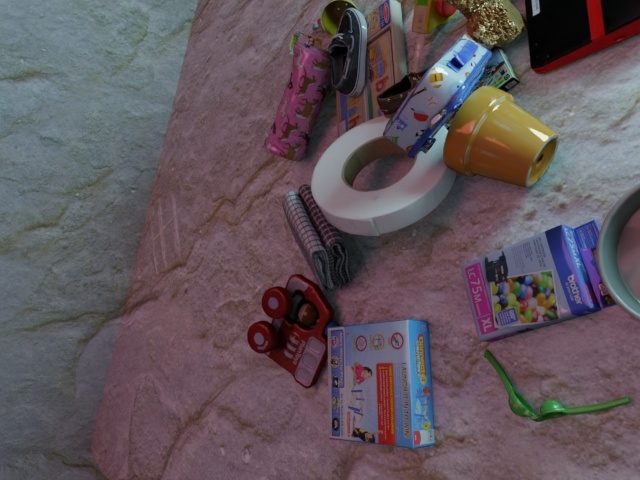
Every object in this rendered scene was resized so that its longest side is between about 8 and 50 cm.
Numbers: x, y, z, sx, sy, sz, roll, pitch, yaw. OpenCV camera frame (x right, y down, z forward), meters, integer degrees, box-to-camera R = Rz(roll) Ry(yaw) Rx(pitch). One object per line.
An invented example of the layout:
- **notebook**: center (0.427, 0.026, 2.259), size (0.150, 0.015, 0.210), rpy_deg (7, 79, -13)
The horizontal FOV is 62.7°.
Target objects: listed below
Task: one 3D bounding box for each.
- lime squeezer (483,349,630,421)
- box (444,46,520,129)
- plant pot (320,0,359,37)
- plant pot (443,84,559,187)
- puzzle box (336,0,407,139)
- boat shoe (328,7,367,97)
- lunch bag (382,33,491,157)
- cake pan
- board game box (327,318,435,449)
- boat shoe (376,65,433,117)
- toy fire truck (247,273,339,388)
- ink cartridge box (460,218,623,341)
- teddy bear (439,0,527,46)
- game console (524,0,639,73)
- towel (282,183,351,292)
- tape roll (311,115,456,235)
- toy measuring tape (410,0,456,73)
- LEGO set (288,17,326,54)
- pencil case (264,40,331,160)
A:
- **lime squeezer**: center (0.462, 0.325, 1.087), size (0.310, 0.059, 0.110), rpy_deg (10, 59, 52)
- **box**: center (0.394, -0.385, 1.345), size (0.207, 0.036, 0.114), rpy_deg (-37, 54, 38)
- **plant pot**: center (0.072, -0.759, 1.762), size (0.134, 0.134, 0.095), rpy_deg (-37, 29, 38)
- **plant pot**: center (0.412, -0.215, 1.174), size (0.188, 0.205, 0.205), rpy_deg (36, 109, 31)
- **puzzle box**: center (0.152, -0.506, 1.640), size (0.272, 0.052, 0.410), rpy_deg (-21, 65, 47)
- **boat shoe**: center (0.074, -0.596, 1.635), size (0.108, 0.102, 0.302), rpy_deg (-12, 72, 51)
- **lunch bag**: center (0.275, -0.337, 1.211), size (0.303, 0.115, 0.243), rpy_deg (-52, 0, -44)
- **cake pan**: center (0.650, 0.020, 0.928), size (0.293, 0.054, 0.294), rpy_deg (-15, 69, 47)
- **board game box**: center (0.150, 0.376, 1.400), size (0.301, 0.086, 0.309), rpy_deg (-15, 69, 47)
- **boat shoe**: center (0.250, -0.419, 1.434), size (0.207, 0.073, 0.073), rpy_deg (-35, 40, 3)
- **toy fire truck**: center (-0.064, 0.274, 1.645), size (0.253, 0.169, 0.302), rpy_deg (30, 106, 24)
- **ink cartridge box**: center (0.461, 0.091, 1.130), size (0.311, 0.065, 0.186), rpy_deg (-29, 60, 40)
- **teddy bear**: center (0.359, -0.614, 1.278), size (0.113, 0.338, 0.245), rpy_deg (-33, 14, 46)
- **game console**: center (0.608, -0.598, 1.144), size (0.341, 0.060, 0.387), rpy_deg (-17, 67, 52)
- **towel**: center (0.000, 0.000, 1.553), size (0.121, 0.284, 0.235), rpy_deg (-26, 59, -5)
- **tape roll**: center (0.162, -0.182, 1.386), size (0.391, 0.072, 0.392), rpy_deg (-15, 47, 17)
- **toy measuring tape**: center (0.317, -0.596, 1.468), size (0.121, 0.121, 0.331), rpy_deg (36, 131, 48)
- **LEGO set**: center (-0.045, -0.651, 1.873), size (0.132, 0.107, 0.287), rpy_deg (-11, 72, 48)
- **pencil case**: center (-0.072, -0.461, 1.781), size (0.160, 0.167, 0.386), rpy_deg (24, 114, 8)
